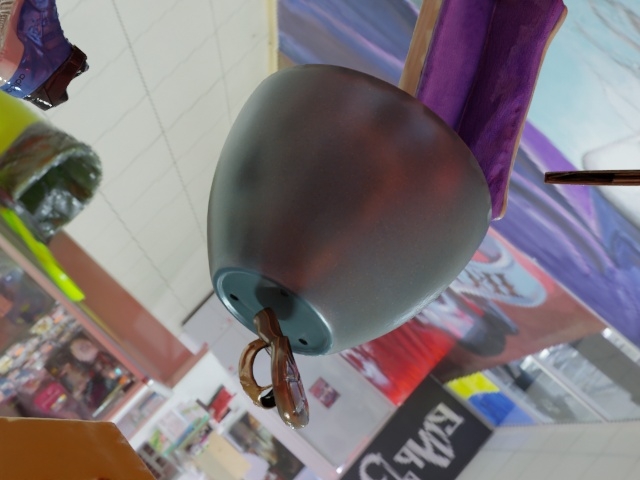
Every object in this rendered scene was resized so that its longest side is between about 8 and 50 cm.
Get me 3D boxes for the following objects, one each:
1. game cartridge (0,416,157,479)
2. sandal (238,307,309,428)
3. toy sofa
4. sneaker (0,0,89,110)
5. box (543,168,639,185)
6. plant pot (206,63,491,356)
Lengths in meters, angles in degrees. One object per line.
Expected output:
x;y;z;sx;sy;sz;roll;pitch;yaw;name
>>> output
-0.325;0.305;0.881;0.324;0.285;0.052;16;104;-47;game cartridge
-0.045;0.107;0.632;0.049;0.072;0.180;-19;-164;-7;sandal
0.199;-0.210;1.078;0.150;0.177;0.362;4;105;-51;toy sofa
-0.257;-0.191;0.707;0.058;0.152;0.084;-20;145;33;sneaker
0.407;-0.082;0.988;0.201;0.164;0.021;-7;98;-53;box
0.000;0.000;0.761;0.195;0.290;0.290;-57;178;-31;plant pot
